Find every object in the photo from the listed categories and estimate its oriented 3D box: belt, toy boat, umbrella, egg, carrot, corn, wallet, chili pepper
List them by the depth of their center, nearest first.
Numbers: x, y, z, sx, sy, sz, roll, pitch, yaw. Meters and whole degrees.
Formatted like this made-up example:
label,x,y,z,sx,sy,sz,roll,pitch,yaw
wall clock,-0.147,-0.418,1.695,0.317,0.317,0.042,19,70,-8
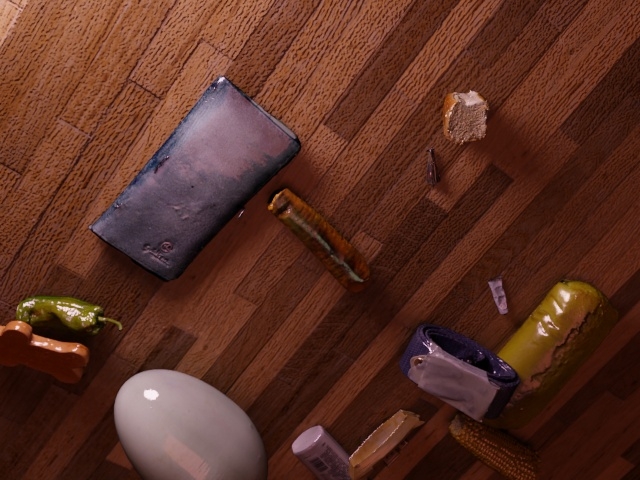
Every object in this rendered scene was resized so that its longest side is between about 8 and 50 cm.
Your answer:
label,x,y,z,sx,sy,sz,roll,pitch,yaw
wallet,-0.222,-0.097,1.204,0.190,0.046,0.379,38,106,-21
umbrella,0.210,-0.134,1.265,0.031,0.020,0.083,-13,112,-3
carrot,0.000,0.000,1.276,0.070,0.070,0.260,-41,113,12
chili pepper,-0.462,0.148,1.279,0.204,0.073,0.072,9,133,0
egg,-0.254,0.403,1.346,0.230,0.230,0.371,-35,110,9
belt,0.279,0.277,1.394,0.230,0.139,0.126,28,116,10
toy boat,0.147,0.461,1.511,0.206,0.064,0.072,-41,113,-5
corn,0.404,0.480,1.559,0.260,0.091,0.091,35,109,-17

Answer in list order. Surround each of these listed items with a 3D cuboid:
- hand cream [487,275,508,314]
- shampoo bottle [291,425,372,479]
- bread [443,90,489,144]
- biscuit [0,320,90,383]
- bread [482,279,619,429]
label,x,y,z,sx,sy,sz,roll,pitch,yaw
hand cream,0.373,0.116,1.416,0.030,0.019,0.093,-20,110,4
shampoo bottle,0.032,0.516,1.539,0.086,0.056,0.227,-37,116,4
bread,0.251,-0.218,1.199,0.076,0.070,0.083,-6,115,-6
biscuit,-0.564,0.197,1.283,0.250,0.036,0.165,22,138,-17
bread,0.474,0.258,1.444,0.166,0.112,0.383,29,109,-19
